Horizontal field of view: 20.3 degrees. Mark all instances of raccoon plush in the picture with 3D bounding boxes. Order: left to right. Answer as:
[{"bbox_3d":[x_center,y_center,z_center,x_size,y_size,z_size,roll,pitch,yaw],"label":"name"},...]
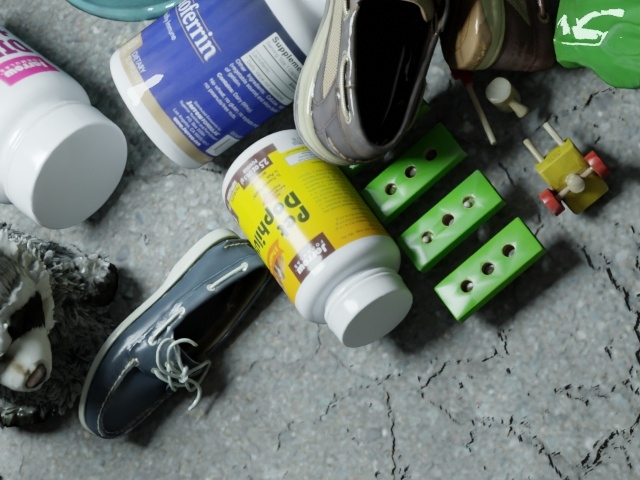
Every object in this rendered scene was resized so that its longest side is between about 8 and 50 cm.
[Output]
[{"bbox_3d":[-0.423,0.045,1.849,0.446,0.299,0.216,18,82,29],"label":"raccoon plush"}]

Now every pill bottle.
[{"bbox_3d":[-0.352,-0.140,1.955,0.283,0.160,0.160,36,91,29],"label":"pill bottle"},{"bbox_3d":[-0.073,-0.205,1.851,0.265,0.153,0.153,-35,63,10],"label":"pill bottle"},{"bbox_3d":[0.000,0.000,1.771,0.117,0.117,0.215,-41,62,8],"label":"pill bottle"}]

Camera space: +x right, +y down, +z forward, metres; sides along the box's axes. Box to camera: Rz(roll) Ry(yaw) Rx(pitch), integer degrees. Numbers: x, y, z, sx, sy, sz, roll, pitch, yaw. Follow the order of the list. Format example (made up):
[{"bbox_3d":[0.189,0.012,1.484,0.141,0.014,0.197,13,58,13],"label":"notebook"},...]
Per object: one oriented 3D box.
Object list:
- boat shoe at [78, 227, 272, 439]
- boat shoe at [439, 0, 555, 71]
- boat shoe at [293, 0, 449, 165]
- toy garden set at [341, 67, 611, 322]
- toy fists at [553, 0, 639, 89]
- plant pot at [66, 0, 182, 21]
[{"bbox_3d":[-0.144,0.106,1.822,0.254,0.095,0.079,-49,49,-6],"label":"boat shoe"},{"bbox_3d":[0.182,-0.320,1.804,0.123,0.123,0.342,5,62,-17],"label":"boat shoe"},{"bbox_3d":[0.076,-0.242,1.718,0.130,0.132,0.355,17,99,61],"label":"boat shoe"},{"bbox_3d":[0.152,-0.069,1.765,0.204,0.049,0.244,-41,61,10],"label":"toy garden set"},{"bbox_3d":[0.329,-0.278,1.724,0.142,0.096,0.279,9,79,37],"label":"toy fists"},{"bbox_3d":[-0.256,-0.457,1.913,0.341,0.334,0.341,-8,70,23],"label":"plant pot"}]
